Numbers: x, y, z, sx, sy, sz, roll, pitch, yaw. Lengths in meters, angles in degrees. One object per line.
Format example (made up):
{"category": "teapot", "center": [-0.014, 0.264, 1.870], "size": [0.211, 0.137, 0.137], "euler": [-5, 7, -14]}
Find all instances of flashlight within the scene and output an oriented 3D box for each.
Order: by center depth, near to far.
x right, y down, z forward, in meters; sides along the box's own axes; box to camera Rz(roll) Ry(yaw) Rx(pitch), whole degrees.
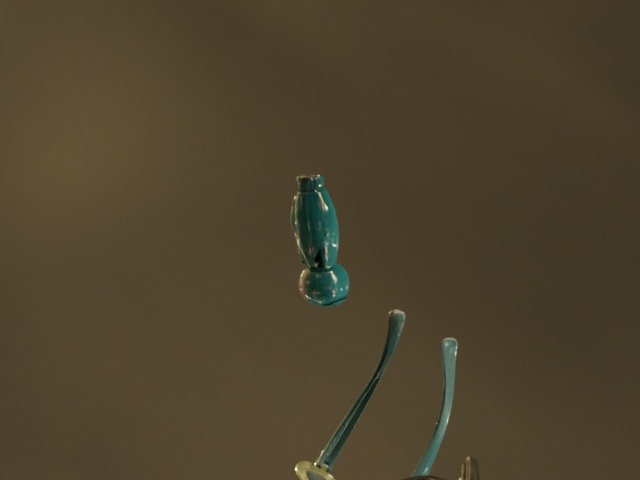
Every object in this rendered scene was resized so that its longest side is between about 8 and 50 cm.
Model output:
{"category": "flashlight", "center": [0.000, 0.000, 1.106], "size": [0.051, 0.051, 0.129], "euler": [1, -78, 30]}

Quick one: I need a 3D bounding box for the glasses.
{"category": "glasses", "center": [0.046, 0.180, 1.133], "size": [0.190, 0.088, 0.220], "euler": [-150, -109, -69]}

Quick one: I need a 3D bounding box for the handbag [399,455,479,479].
{"category": "handbag", "center": [0.090, 0.320, 0.921], "size": [0.275, 0.178, 0.302], "euler": [-42, -77, 9]}
